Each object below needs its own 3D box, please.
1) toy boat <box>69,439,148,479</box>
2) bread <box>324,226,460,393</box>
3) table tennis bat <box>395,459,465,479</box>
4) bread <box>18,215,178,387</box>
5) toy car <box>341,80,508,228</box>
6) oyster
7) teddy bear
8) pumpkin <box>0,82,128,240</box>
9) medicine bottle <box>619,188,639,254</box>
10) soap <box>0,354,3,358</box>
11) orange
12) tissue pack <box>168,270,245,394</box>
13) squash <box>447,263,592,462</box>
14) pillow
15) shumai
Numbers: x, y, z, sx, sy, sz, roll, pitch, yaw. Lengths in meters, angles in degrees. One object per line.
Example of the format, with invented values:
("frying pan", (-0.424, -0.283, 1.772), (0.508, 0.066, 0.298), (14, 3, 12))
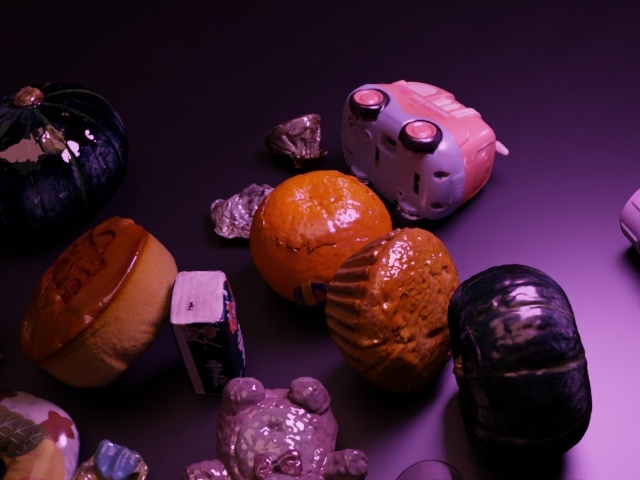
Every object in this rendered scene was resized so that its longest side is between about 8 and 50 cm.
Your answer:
("toy boat", (-0.319, 0.382, 1.130), (0.111, 0.084, 0.276), (22, 43, 11))
("bread", (0.104, 0.092, 1.251), (0.139, 0.240, 0.240), (11, 49, 34))
("table tennis bat", (0.123, 0.344, 1.151), (0.095, 0.014, 0.158), (28, 56, 31))
("bread", (-0.329, 0.086, 1.334), (0.270, 0.148, 0.270), (-32, 33, 24))
("toy car", (0.172, -0.166, 1.530), (0.212, 0.180, 0.270), (-28, 47, -29))
("oyster", (-0.102, -0.049, 1.544), (0.177, 0.064, 0.125), (-10, 50, 4))
("teddy bear", (-0.056, 0.302, 1.135), (0.236, 0.151, 0.267), (-1, 41, 1))
("pumpkin", (-0.494, -0.158, 1.601), (0.315, 0.238, 0.315), (-7, 40, 6))
("medicine bottle", (0.536, 0.000, 1.319), (0.135, 0.135, 0.168), (-20, 45, -8))
("soap", (-0.678, 0.116, 1.467), (0.285, 0.107, 0.296), (-17, 46, -5))
("orange", (0.002, -0.001, 1.386), (0.219, 0.193, 0.219), (-5, 61, 10))
("tissue pack", (-0.160, 0.135, 1.299), (0.090, 0.170, 0.103), (-3, 45, 4))
("squash", (0.248, 0.155, 1.144), (0.165, 0.252, 0.252), (-12, 45, 8))
("pillow", (-0.445, 0.314, 1.256), (0.233, 0.086, 0.214), (22, 65, 26))
("shumai", (-0.038, -0.171, 1.642), (0.099, 0.124, 0.087), (-18, 83, -33))
